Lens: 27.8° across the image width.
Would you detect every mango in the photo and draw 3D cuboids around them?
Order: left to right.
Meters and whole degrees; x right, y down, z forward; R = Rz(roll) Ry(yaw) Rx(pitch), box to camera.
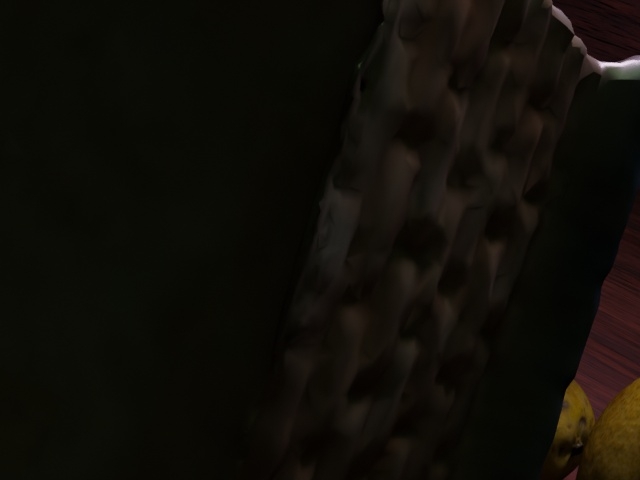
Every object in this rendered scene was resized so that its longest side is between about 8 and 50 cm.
[{"bbox_3d":[0.142,0.133,1.043,0.137,0.098,0.195,10,11,-17],"label":"mango"}]

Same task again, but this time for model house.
[{"bbox_3d":[-0.087,0.040,0.666,0.445,0.395,0.400,14,-3,33],"label":"model house"}]

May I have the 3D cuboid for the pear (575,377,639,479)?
[{"bbox_3d":[0.275,0.171,0.862,0.209,0.208,0.209,18,14,-5],"label":"pear"}]
